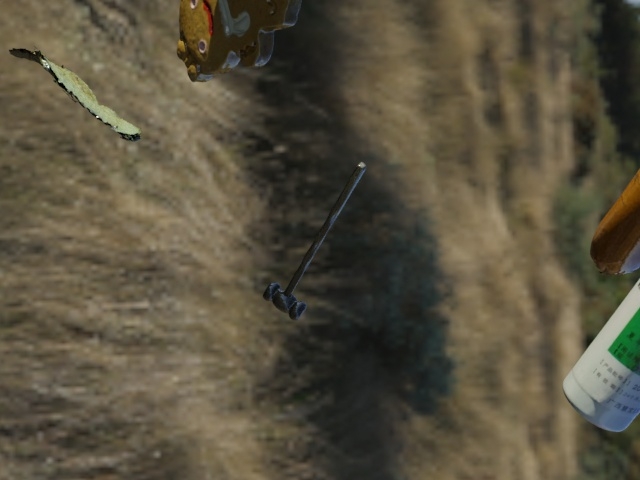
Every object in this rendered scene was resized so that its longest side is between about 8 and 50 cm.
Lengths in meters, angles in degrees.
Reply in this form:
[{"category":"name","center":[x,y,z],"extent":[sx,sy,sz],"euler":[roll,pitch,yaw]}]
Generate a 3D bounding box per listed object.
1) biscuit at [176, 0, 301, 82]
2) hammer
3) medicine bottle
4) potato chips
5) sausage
[{"category":"biscuit","center":[-0.114,-0.299,1.886],"extent":[0.035,0.249,0.184],"euler":[-2,76,-39]},{"category":"hammer","center":[0.000,0.000,1.885],"extent":[0.029,0.058,0.292],"euler":[-52,175,-46]},{"category":"medicine bottle","center":[0.377,0.093,1.661],"extent":[0.260,0.095,0.095],"euler":[-59,-177,23]},{"category":"potato chips","center":[-0.233,-0.143,1.389],"extent":[0.026,0.209,0.142],"euler":[-51,150,-1]},{"category":"sausage","center":[0.293,-0.030,1.303],"extent":[0.183,0.062,0.054],"euler":[-57,-168,32]}]
